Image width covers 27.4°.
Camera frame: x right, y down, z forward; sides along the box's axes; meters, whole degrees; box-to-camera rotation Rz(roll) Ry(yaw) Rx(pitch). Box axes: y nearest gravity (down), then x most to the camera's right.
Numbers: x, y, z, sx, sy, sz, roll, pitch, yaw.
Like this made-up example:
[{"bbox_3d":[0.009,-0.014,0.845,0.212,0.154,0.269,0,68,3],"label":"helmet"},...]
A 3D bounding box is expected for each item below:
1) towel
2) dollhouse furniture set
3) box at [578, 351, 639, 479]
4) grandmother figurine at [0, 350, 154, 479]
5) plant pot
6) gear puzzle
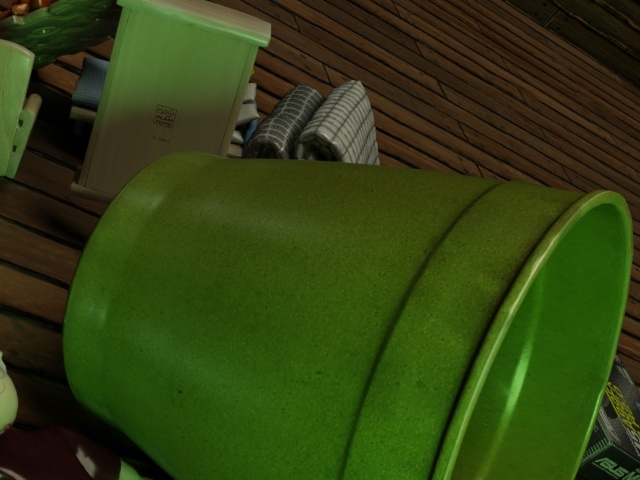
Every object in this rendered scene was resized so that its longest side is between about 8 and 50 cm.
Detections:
[{"bbox_3d":[0.000,0.000,1.315,0.235,0.121,0.283,-67,150,-71],"label":"towel"},{"bbox_3d":[-0.186,-0.185,1.296,0.286,0.198,0.303,15,23,-9],"label":"dollhouse furniture set"},{"bbox_3d":[0.349,0.205,1.662,0.216,0.060,0.270,35,24,-39],"label":"box"},{"bbox_3d":[-0.176,0.196,0.904,0.342,0.104,0.208,49,17,7],"label":"grandmother figurine"},{"bbox_3d":[0.007,0.088,1.017,0.353,0.366,0.366,19,15,25],"label":"plant pot"},{"bbox_3d":[-0.216,-0.237,1.276,0.175,0.339,0.044,-10,85,-60],"label":"gear puzzle"}]
